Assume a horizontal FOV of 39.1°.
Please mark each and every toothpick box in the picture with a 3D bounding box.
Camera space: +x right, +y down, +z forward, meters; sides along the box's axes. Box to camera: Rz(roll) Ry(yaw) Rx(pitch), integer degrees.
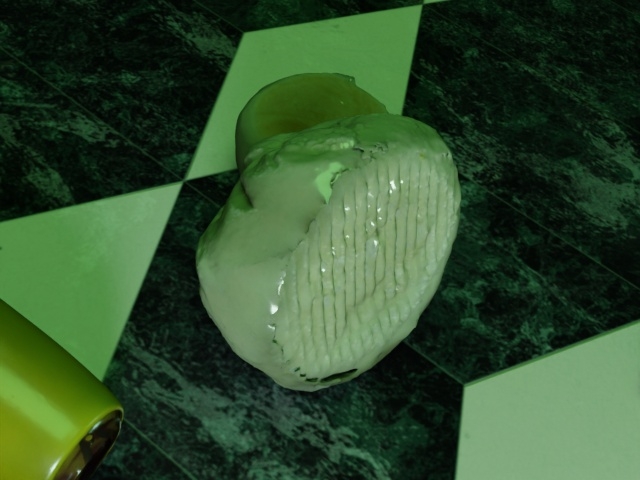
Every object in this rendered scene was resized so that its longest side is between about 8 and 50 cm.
[{"bbox_3d":[-0.349,0.168,0.973,0.271,0.175,0.175,33,51,10],"label":"toothpick box"}]

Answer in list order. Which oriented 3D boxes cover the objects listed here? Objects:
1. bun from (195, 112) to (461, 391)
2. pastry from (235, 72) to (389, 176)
[{"bbox_3d":[0.000,0.000,1.102,0.359,0.360,0.211,-28,42,-31],"label":"bun"},{"bbox_3d":[-0.003,-0.130,1.322,0.264,0.133,0.265,7,50,-9],"label":"pastry"}]
